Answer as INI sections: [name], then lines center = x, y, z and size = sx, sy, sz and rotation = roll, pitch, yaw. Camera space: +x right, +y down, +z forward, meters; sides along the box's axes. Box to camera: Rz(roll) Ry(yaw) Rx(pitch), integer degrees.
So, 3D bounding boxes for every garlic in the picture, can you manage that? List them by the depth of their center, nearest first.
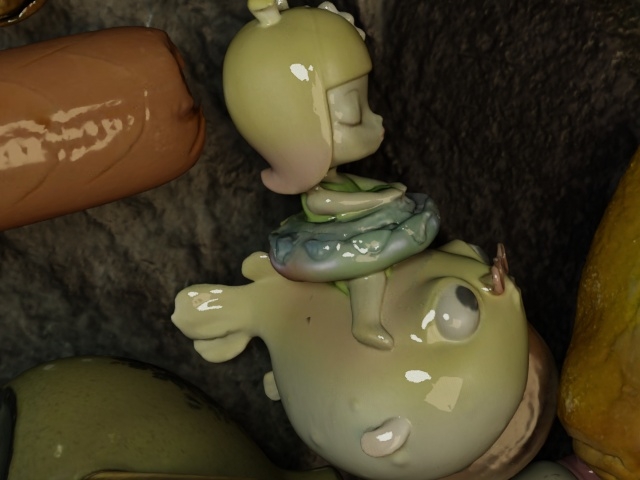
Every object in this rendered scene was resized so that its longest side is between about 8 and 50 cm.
[garlic]
center = 0.150, 0.157, 0.974
size = 0.101, 0.087, 0.196
rotation = 32, 95, -12

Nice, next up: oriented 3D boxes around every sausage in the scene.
[sausage]
center = -0.227, -0.066, 0.746
size = 0.304, 0.121, 0.121
rotation = -16, 110, -18

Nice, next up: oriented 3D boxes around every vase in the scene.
[vase]
center = -0.088, 0.211, 0.766
size = 0.302, 0.329, 0.241
rotation = 22, 63, -25

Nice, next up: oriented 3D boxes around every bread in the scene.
[bread]
center = 0.365, 0.089, 0.979
size = 0.328, 0.148, 0.337
rotation = 22, 80, -35

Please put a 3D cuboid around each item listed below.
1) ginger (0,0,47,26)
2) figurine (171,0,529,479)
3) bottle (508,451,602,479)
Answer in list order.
[ginger]
center = -0.227, -0.272, 0.651
size = 0.133, 0.107, 0.309
rotation = 20, 139, 9
[figurine]
center = 0.000, 0.000, 0.838
size = 0.274, 0.226, 0.394
rotation = -14, 105, 13
[bottle]
center = 0.196, 0.265, 1.003
size = 0.233, 0.110, 0.110
rotation = -25, 112, -12
